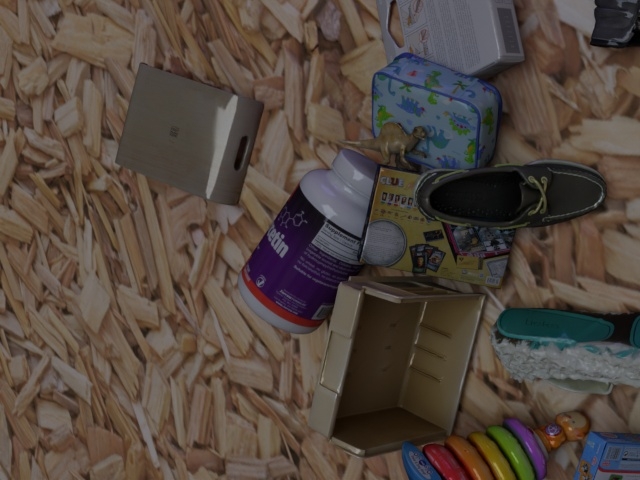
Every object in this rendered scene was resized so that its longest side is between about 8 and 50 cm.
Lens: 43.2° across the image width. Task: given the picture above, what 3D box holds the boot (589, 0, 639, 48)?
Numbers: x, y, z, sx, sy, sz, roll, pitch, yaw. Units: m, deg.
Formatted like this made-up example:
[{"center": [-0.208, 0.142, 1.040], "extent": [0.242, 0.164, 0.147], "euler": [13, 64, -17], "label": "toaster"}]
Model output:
[{"center": [0.553, -0.404, 1.167], "extent": [0.338, 0.118, 0.222], "euler": [-8, 90, 42], "label": "boot"}]

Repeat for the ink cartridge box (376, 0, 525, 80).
[{"center": [0.207, -0.404, 1.388], "extent": [0.261, 0.066, 0.296], "euler": [-17, 81, 56], "label": "ink cartridge box"}]

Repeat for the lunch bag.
[{"center": [0.189, -0.203, 1.354], "extent": [0.219, 0.090, 0.176], "euler": [25, 141, 30], "label": "lunch bag"}]

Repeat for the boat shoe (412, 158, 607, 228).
[{"center": [0.300, -0.068, 1.255], "extent": [0.305, 0.091, 0.109], "euler": [-1, 102, 1], "label": "boat shoe"}]

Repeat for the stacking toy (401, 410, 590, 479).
[{"center": [0.294, 0.347, 1.268], "extent": [0.302, 0.175, 0.165], "euler": [-26, 116, -9], "label": "stacking toy"}]

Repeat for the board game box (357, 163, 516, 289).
[{"center": [0.197, -0.023, 1.335], "extent": [0.243, 0.042, 0.165], "euler": [11, 102, -5], "label": "board game box"}]

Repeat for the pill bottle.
[{"center": [0.000, 0.000, 1.452], "extent": [0.181, 0.181, 0.323], "euler": [43, 111, 23], "label": "pill bottle"}]

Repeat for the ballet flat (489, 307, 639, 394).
[{"center": [0.462, 0.177, 1.230], "extent": [0.409, 0.147, 0.147], "euler": [3, 93, 34], "label": "ballet flat"}]

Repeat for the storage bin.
[{"center": [0.125, 0.198, 1.333], "extent": [0.123, 0.260, 0.262], "euler": [20, 102, 41], "label": "storage bin"}]

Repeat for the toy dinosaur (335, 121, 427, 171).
[{"center": [0.119, -0.157, 1.376], "extent": [0.183, 0.053, 0.092], "euler": [-2, 114, 42], "label": "toy dinosaur"}]

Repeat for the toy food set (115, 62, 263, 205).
[{"center": [-0.278, -0.224, 1.679], "extent": [0.306, 0.092, 0.219], "euler": [21, 101, 21], "label": "toy food set"}]

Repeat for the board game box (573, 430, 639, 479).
[{"center": [0.439, 0.392, 1.215], "extent": [0.039, 0.160, 0.211], "euler": [31, 109, 60], "label": "board game box"}]
